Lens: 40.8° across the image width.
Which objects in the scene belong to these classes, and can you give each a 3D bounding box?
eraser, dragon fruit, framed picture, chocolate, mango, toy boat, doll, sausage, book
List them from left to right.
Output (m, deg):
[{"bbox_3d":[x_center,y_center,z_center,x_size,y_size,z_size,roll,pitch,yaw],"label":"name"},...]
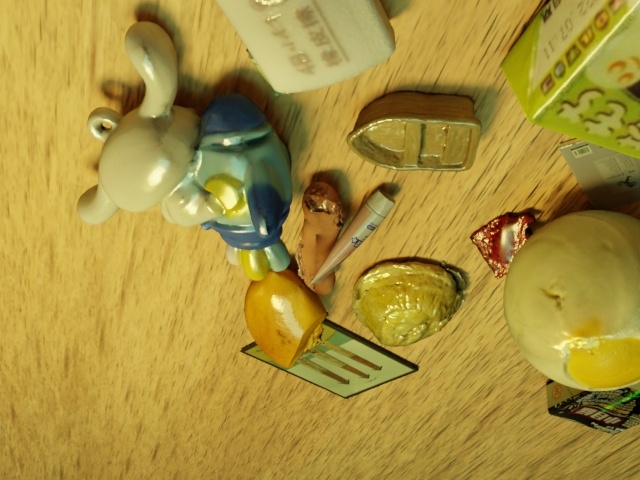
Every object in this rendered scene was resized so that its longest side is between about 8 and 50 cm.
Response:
[{"bbox_3d":[-0.170,-0.105,1.275,0.365,0.187,0.376,25,153,-10],"label":"doll"},{"bbox_3d":[-0.069,0.141,1.635,0.153,0.126,0.252,25,148,26],"label":"mango"},{"bbox_3d":[-0.037,-0.306,1.023,0.173,0.095,0.270,-14,142,20],"label":"eraser"},{"bbox_3d":[0.000,0.001,1.475,0.078,0.078,0.304,5,148,0],"label":"sausage"},{"bbox_3d":[0.021,0.263,1.903,0.323,0.013,0.244,30,138,-31],"label":"framed picture"},{"bbox_3d":[0.132,-0.158,1.242,0.188,0.061,0.116,3,147,2],"label":"toy boat"},{"bbox_3d":[0.325,0.010,1.457,0.097,0.063,0.131,24,141,-26],"label":"dragon fruit"},{"bbox_3d":[0.454,-0.110,1.313,0.127,0.014,0.181,-18,139,29],"label":"book"},{"bbox_3d":[0.420,-0.228,1.039,0.300,0.137,0.289,16,144,-15],"label":"chocolate"}]

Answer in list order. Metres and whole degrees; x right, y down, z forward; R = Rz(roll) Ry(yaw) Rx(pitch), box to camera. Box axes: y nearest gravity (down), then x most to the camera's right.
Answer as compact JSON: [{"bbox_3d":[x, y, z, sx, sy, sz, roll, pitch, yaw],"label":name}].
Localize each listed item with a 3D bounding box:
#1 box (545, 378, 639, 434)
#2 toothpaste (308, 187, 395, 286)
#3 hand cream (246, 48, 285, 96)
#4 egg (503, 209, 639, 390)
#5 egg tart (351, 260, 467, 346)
[{"bbox_3d":[0.656,0.306,1.828,0.198,0.084,0.310,20,142,-22],"label":"box"},{"bbox_3d":[0.049,0.000,1.418,0.043,0.067,0.194,42,107,10],"label":"toothpaste"},{"bbox_3d":[-0.071,-0.235,1.192,0.035,0.022,0.102,-13,147,23],"label":"hand cream"},{"bbox_3d":[0.448,0.095,1.371,0.283,0.283,0.345,-24,160,35],"label":"egg"},{"bbox_3d":[0.164,0.131,1.631,0.231,0.099,0.252,20,139,-27],"label":"egg tart"}]
